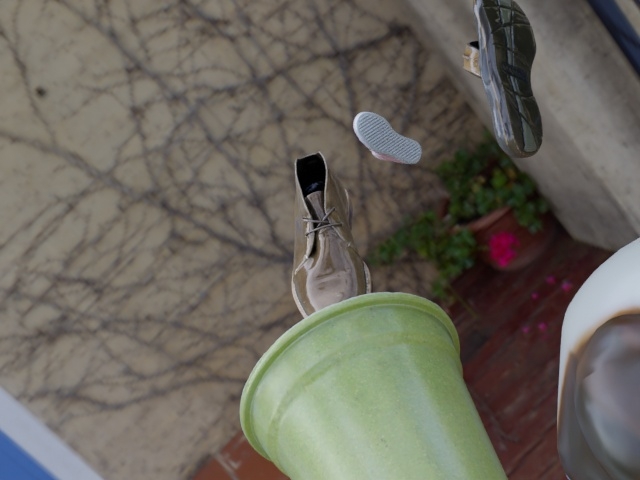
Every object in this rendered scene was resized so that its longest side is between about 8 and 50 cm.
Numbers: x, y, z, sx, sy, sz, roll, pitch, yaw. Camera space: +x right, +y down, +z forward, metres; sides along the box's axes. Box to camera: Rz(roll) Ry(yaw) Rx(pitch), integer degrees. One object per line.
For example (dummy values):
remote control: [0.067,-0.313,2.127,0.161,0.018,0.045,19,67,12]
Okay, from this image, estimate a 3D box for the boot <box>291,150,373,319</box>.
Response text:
boot: [0.000,0.000,1.503,0.112,0.115,0.305,-15,44,6]

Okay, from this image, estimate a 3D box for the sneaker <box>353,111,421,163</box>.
sneaker: [0.085,-0.153,1.640,0.070,0.134,0.051,15,82,52]

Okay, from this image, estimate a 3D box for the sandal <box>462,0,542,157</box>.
sandal: [0.187,-0.178,1.158,0.060,0.090,0.219,-27,58,40]

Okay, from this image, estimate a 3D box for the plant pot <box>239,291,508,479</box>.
plant pot: [0.082,0.241,1.190,0.276,0.276,0.254,-39,44,7]

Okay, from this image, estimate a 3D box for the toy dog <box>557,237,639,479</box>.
toy dog: [0.318,0.081,0.519,0.408,0.395,0.284,-7,20,19]
